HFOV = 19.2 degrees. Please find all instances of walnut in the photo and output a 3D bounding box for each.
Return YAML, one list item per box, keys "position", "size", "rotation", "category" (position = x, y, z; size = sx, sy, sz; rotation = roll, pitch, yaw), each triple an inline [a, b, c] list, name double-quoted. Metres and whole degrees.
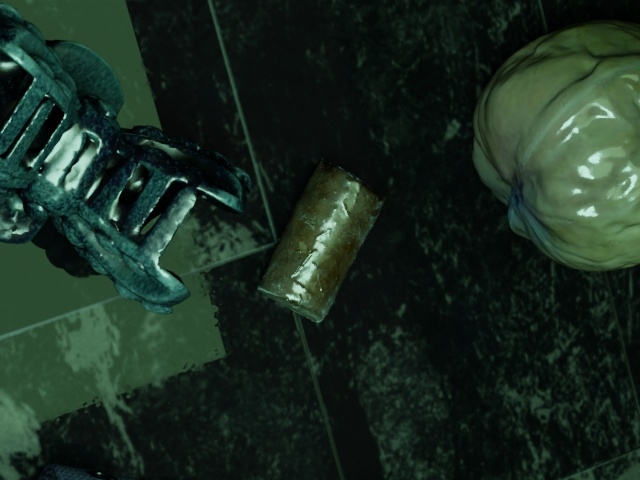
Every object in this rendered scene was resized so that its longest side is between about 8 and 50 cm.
- position: [0.271, -0.093, 1.799]
  size: [0.248, 0.248, 0.248]
  rotation: [-2, 96, -21]
  category: "walnut"

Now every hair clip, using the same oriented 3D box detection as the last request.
- position: [-0.223, -0.069, 1.628]
  size: [0.310, 0.206, 0.194]
  rotation: [37, 87, -25]
  category: "hair clip"

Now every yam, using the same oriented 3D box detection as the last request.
- position: [0.001, 0.001, 1.788]
  size: [0.079, 0.079, 0.141]
  rotation: [29, 86, -21]
  category: "yam"

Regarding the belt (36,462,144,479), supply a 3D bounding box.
- position: [-0.216, 0.321, 1.700]
  size: [0.126, 0.139, 0.230]
  rotation: [15, 96, -22]
  category: "belt"
